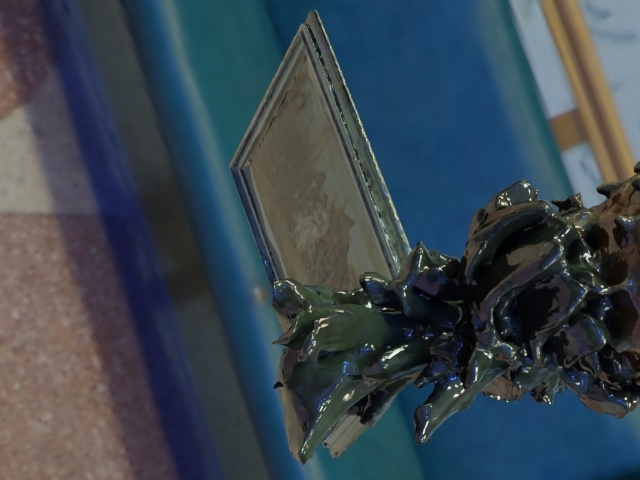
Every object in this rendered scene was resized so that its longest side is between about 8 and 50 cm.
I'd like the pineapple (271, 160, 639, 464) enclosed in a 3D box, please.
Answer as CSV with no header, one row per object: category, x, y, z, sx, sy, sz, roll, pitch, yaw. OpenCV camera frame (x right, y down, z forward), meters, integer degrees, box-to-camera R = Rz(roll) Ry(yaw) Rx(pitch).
pineapple,0.127,0.039,0.738,0.170,0.310,0.141,64,13,-69

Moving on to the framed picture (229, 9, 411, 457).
framed picture,0.000,0.000,1.124,0.017,0.217,0.274,-8,62,-26
